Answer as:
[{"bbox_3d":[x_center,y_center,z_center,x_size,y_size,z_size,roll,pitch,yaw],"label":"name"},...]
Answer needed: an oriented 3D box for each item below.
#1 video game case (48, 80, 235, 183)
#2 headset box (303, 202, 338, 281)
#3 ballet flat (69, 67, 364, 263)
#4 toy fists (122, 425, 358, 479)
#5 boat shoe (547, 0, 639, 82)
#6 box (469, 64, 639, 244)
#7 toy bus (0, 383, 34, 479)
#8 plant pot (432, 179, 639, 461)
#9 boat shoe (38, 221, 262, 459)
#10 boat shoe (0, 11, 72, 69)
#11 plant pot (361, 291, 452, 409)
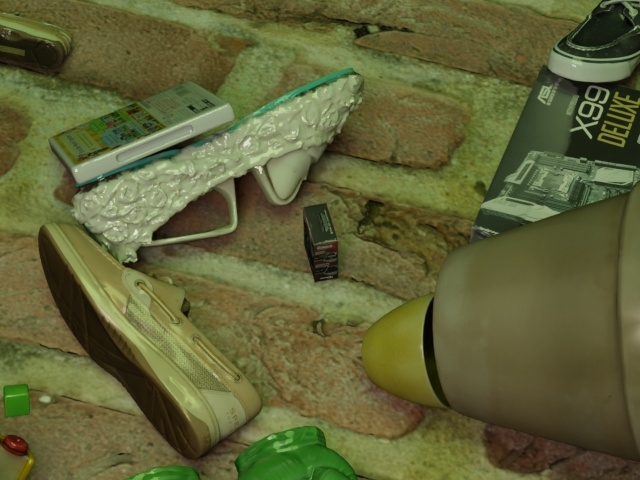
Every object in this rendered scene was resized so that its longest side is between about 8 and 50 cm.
[{"bbox_3d":[-0.228,-0.139,1.933,0.206,0.026,0.227,-23,19,-11],"label":"video game case"},{"bbox_3d":[0.000,0.000,1.881,0.032,0.083,0.062,-10,51,-9],"label":"headset box"},{"bbox_3d":[-0.113,-0.082,1.935,0.408,0.147,0.147,-25,56,-16],"label":"ballet flat"},{"bbox_3d":[-0.090,0.295,1.638,0.279,0.096,0.142,-15,55,-14],"label":"toy fists"},{"bbox_3d":[0.409,-0.294,2.061,0.108,0.102,0.301,29,39,36],"label":"boat shoe"},{"bbox_3d":[0.348,-0.069,1.947,0.242,0.076,0.307,18,53,14],"label":"box"},{"bbox_3d":[-0.393,0.223,1.678,0.191,0.202,0.104,-18,23,-6],"label":"toy bus"},{"bbox_3d":[0.284,0.098,1.691,0.280,0.323,0.323,-4,48,23],"label":"plant pot"},{"bbox_3d":[-0.203,0.100,1.785,0.110,0.122,0.341,-30,68,-28],"label":"boat shoe"},{"bbox_3d":[-0.434,-0.287,2.123,0.190,0.068,0.072,18,40,1],"label":"boat shoe"},{"bbox_3d":[0.104,0.129,1.766,0.095,0.134,0.134,-8,46,29],"label":"plant pot"}]
